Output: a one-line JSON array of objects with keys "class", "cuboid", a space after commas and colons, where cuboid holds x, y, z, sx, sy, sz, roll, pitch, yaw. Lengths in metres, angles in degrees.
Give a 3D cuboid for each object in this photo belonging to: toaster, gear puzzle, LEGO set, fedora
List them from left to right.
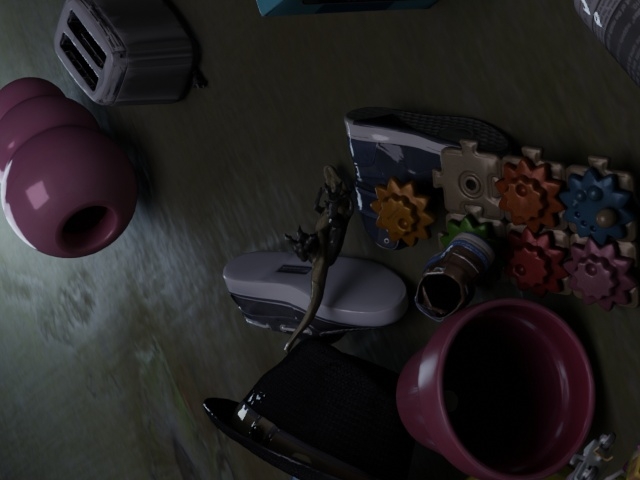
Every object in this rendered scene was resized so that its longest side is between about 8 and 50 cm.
[{"class": "toaster", "cuboid": [-0.280, -0.276, 2.195, 0.227, 0.146, 0.129, 53, 134, 28]}, {"class": "fedora", "cuboid": [0.022, 0.215, 1.887, 0.334, 0.334, 0.153, 25, 90, 45]}, {"class": "gear puzzle", "cuboid": [0.191, -0.022, 1.690, 0.338, 0.044, 0.176, 11, 119, 35]}, {"class": "LEGO set", "cuboid": [0.376, 0.311, 1.581, 0.287, 0.132, 0.107, 44, 151, 5]}]

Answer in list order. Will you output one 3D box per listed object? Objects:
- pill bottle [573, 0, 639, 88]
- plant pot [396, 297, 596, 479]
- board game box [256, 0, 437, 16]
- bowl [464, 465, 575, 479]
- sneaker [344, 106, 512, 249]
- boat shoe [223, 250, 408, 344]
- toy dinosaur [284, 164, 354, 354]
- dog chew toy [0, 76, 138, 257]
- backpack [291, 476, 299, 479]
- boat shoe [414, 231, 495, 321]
[{"class": "pill bottle", "cuboid": [0.378, -0.171, 1.421, 0.283, 0.161, 0.161, 57, 135, 25]}, {"class": "plant pot", "cuboid": [0.180, 0.173, 1.727, 0.180, 0.201, 0.201, -20, 83, 65]}, {"class": "board game box", "cuboid": [0.113, -0.353, 1.623, 0.336, 0.253, 0.079, -31, 73, 48]}, {"class": "bowl", "cuboid": [0.210, 0.402, 1.756, 0.289, 0.156, 0.290, 15, 110, 48]}, {"class": "sneaker", "cuboid": [0.131, -0.064, 1.807, 0.226, 0.086, 0.163, 14, 118, 39]}, {"class": "boat shoe", "cuboid": [-0.002, 0.087, 1.983, 0.301, 0.108, 0.102, 7, 125, 40]}, {"class": "toy dinosaur", "cuboid": [0.000, 0.000, 1.880, 0.064, 0.268, 0.118, 11, 148, 11]}, {"class": "dog chew toy", "cuboid": [-0.415, -0.128, 2.362, 0.332, 0.206, 0.207, 57, 136, 37]}, {"class": "backpack", "cuboid": [0.000, 0.357, 2.052, 0.105, 0.084, 0.114, 3, 98, 47]}, {"class": "boat shoe", "cuboid": [0.137, 0.052, 1.715, 0.066, 0.066, 0.183, 37, 154, 9]}]
